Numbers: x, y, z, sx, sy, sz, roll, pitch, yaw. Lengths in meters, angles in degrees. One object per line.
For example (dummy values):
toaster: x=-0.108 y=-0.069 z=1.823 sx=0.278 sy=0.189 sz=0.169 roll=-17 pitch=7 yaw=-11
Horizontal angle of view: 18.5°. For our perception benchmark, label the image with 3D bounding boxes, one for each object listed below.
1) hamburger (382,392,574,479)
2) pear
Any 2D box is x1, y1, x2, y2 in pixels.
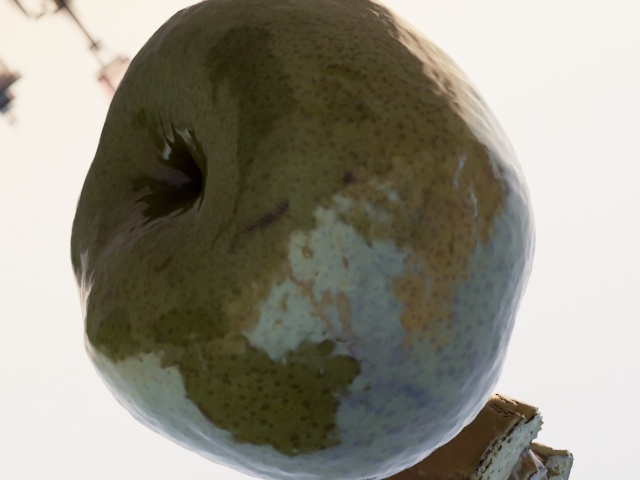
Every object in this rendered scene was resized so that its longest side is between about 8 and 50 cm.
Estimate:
hamburger: x=0.067 y=0.217 z=1.376 sx=0.131 sy=0.124 sz=0.262 roll=31 pitch=-90 yaw=34
pear: x=0.000 y=0.000 z=0.922 sx=0.188 sy=0.211 sz=0.228 roll=23 pitch=-89 yaw=53
